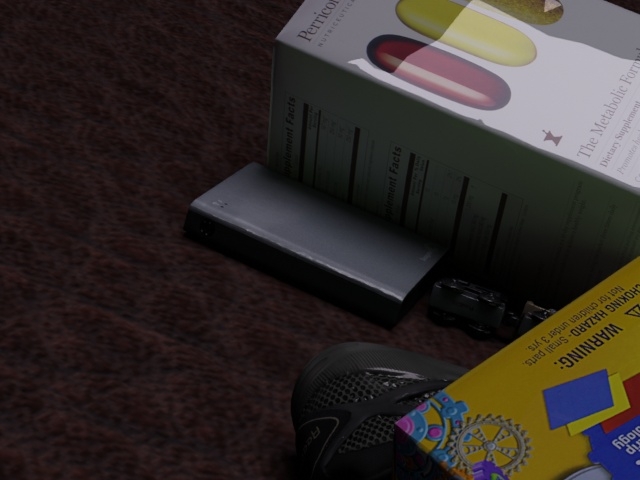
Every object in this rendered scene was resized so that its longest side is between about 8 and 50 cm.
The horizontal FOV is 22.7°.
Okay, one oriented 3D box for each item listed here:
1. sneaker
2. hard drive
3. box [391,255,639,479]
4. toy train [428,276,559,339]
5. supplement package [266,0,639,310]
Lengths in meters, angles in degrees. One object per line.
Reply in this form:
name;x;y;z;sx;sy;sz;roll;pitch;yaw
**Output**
sneaker;0.102;0.114;0.693;0.228;0.087;0.130;11;27;-9
hard drive;0.000;0.000;0.932;0.135;0.022;0.094;24;25;13
box;0.221;0.121;0.528;0.290;0.177;0.279;-31;49;-28
toy train;0.138;0.055;0.910;0.158;0.027;0.036;20;14;5
supplement package;0.105;-0.072;0.969;0.244;0.134;0.139;24;55;13
